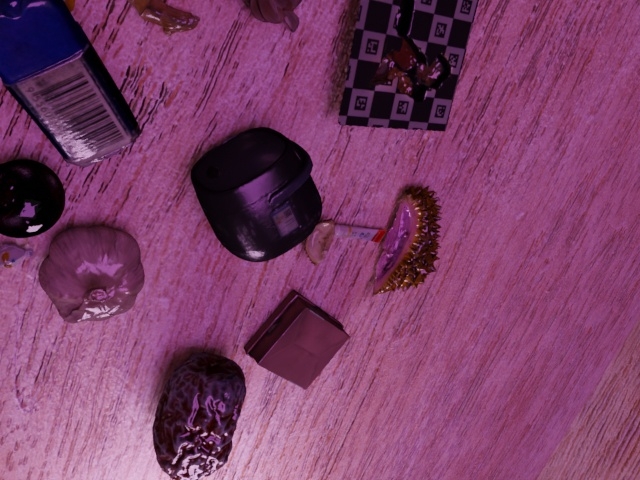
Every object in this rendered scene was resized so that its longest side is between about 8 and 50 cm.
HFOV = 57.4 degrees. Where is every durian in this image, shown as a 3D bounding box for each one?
[{"bbox_3d":[0.272,0.016,1.623,0.191,0.112,0.341,7,109,-30],"label":"durian"},{"bbox_3d":[-0.006,-0.001,1.482,0.052,0.066,0.130,15,97,-36],"label":"durian"}]

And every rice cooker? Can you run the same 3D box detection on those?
[{"bbox_3d":[-0.128,-0.095,1.248,0.267,0.267,0.224,-34,128,-11],"label":"rice cooker"}]

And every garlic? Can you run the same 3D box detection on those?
[{"bbox_3d":[-0.081,-0.489,1.162,0.131,0.127,0.194,-37,157,15],"label":"garlic"},{"bbox_3d":[-0.453,0.088,1.177,0.218,0.212,0.219,-10,113,-23],"label":"garlic"}]

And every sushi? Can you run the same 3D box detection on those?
[{"bbox_3d":[0.195,-0.444,1.366,0.343,0.064,0.359,-3,115,-33],"label":"sushi"}]

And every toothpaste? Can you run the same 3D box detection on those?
[{"bbox_3d":[0.096,-0.020,1.553,0.190,0.031,0.048,7,127,-35],"label":"toothpaste"}]

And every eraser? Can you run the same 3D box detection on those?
[{"bbox_3d":[-0.442,-0.271,0.992,0.155,0.101,0.332,-29,148,-8],"label":"eraser"}]

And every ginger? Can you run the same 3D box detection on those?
[{"bbox_3d":[-0.298,-0.427,1.102,0.137,0.044,0.057,16,88,-37],"label":"ginger"}]

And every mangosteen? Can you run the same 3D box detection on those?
[{"bbox_3d":[-0.550,-0.074,1.088,0.152,0.152,0.152,-14,121,-24],"label":"mangosteen"}]

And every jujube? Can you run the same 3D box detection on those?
[{"bbox_3d":[-0.299,0.434,1.447,0.226,0.226,0.317,9,112,-33],"label":"jujube"}]

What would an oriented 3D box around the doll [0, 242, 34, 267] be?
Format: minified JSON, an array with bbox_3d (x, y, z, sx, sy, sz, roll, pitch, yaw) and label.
[{"bbox_3d":[-0.675,0.045,1.124,0.227,0.057,0.114,-19,119,-18],"label":"doll"}]

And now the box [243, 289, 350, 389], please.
[{"bbox_3d":[-0.059,0.276,1.584,0.215,0.086,0.215,-49,127,2],"label":"box"}]

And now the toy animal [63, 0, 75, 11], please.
[{"bbox_3d":[-0.507,-0.443,0.910,0.229,0.156,0.156,-9,119,-22],"label":"toy animal"}]
